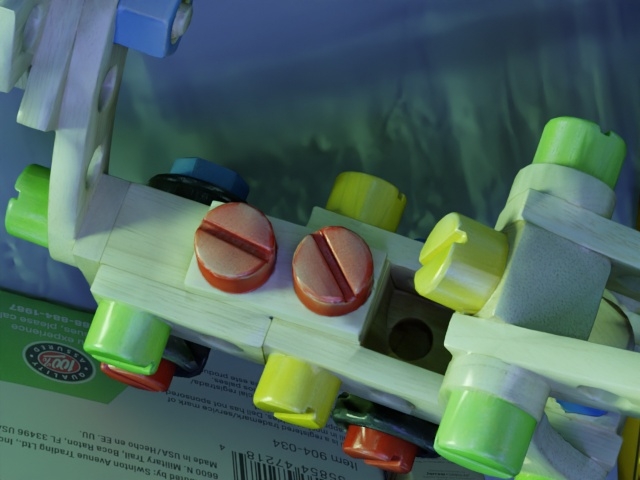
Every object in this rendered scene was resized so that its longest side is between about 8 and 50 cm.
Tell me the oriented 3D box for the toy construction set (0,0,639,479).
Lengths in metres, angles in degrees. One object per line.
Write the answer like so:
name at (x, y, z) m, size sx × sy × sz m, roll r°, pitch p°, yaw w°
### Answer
toy construction set at (0.000, 0.000, 0.672) m, size 0.327 × 0.215 × 0.151 m, roll 33°, pitch 78°, yaw 9°

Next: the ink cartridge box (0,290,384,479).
ink cartridge box at (-0.073, 0.161, 0.747) m, size 0.198 × 0.273 × 0.115 m, roll 16°, pitch 123°, yaw -17°

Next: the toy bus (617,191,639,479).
toy bus at (0.188, 0.006, 0.748) m, size 0.108 × 0.130 × 0.333 m, roll -3°, pitch 127°, yaw -4°

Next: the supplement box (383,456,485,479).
supplement box at (0.046, 0.115, 0.834) m, size 0.036 × 0.098 × 0.062 m, roll 4°, pitch 125°, yaw -13°
